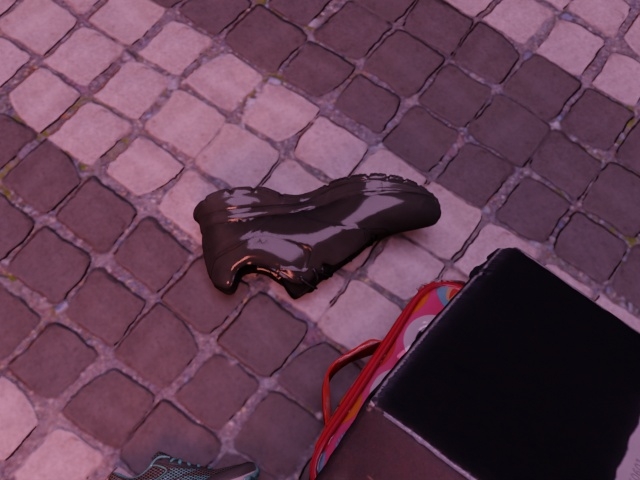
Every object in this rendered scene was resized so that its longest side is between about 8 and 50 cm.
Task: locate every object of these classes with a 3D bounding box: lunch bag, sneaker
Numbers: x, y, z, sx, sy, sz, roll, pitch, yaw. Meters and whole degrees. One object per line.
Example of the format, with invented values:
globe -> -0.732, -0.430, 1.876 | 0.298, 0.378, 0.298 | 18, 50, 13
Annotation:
lunch bag -> 0.124, 0.195, 1.023 | 0.258, 0.120, 0.293 | 30, 67, 14
sneaker -> 0.000, 0.000, 1.118 | 0.286, 0.109, 0.130 | -8, 72, 2
sneaker -> -0.147, 0.251, 1.002 | 0.167, 0.065, 0.076 | -15, 63, -13

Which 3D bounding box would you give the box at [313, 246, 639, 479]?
box -> 0.176, 0.352, 0.719 | 0.480, 0.471, 0.297 | 36, 32, 12
